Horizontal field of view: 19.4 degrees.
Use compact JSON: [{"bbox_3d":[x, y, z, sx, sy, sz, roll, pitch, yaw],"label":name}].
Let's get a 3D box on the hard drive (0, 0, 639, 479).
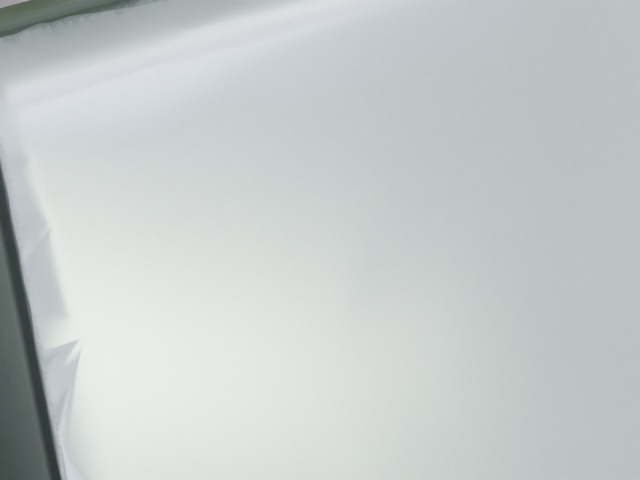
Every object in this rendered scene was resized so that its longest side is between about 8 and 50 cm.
[{"bbox_3d":[0.059,0.010,0.574,0.353,0.233,0.047,-21,-159,-35],"label":"hard drive"}]
